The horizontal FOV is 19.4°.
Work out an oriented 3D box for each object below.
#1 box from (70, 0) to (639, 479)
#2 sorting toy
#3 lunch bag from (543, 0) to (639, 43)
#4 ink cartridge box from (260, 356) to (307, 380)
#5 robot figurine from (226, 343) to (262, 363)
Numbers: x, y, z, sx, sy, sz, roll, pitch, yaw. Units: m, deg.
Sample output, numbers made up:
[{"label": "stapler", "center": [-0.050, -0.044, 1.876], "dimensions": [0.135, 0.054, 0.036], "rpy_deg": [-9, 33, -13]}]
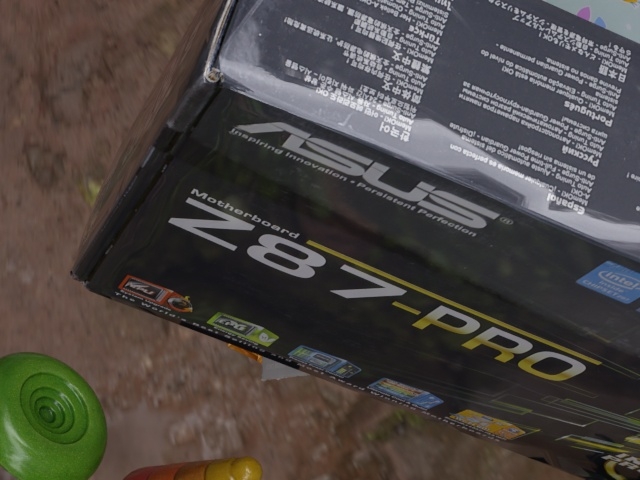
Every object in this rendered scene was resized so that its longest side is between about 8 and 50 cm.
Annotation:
[{"label": "box", "center": [0.107, 0.015, 0.833], "dimensions": [0.395, 0.318, 0.097], "rpy_deg": [22, 69, -10]}, {"label": "sorting toy", "center": [-0.183, 0.139, 1.540], "dimensions": [0.365, 0.127, 0.126], "rpy_deg": [41, 127, -13]}, {"label": "lunch bag", "center": [0.166, -0.159, 1.413], "dimensions": [0.262, 0.223, 0.160], "rpy_deg": [50, 132, 18]}, {"label": "ink cartridge box", "center": [0.000, 0.000, 1.534], "dimensions": [0.056, 0.181, 0.225], "rpy_deg": [1, 84, -18]}, {"label": "robot figurine", "center": [-0.055, -0.048, 1.724], "dimensions": [0.211, 0.085, 0.291], "rpy_deg": [27, 92, -21]}]
